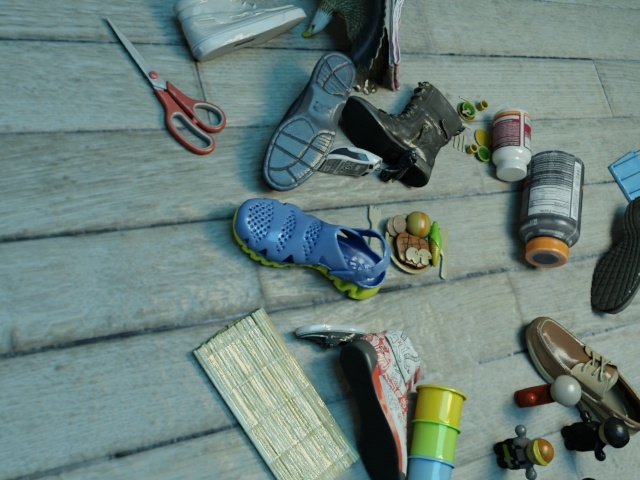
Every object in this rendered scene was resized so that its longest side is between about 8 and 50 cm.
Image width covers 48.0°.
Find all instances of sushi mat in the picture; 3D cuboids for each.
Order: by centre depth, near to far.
[{"bbox_3d":[-0.070,0.275,1.204,0.151,0.019,0.316,-33,90,-32],"label":"sushi mat"}]

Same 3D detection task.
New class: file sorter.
[{"bbox_3d":[0.835,-0.152,1.804,0.118,0.104,0.170,-29,87,-34],"label":"file sorter"}]

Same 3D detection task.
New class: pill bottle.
[{"bbox_3d":[0.505,-0.065,1.577,0.130,0.130,0.246,24,63,-19],"label":"pill bottle"},{"bbox_3d":[0.429,-0.215,1.617,0.086,0.086,0.152,18,64,-22],"label":"pill bottle"}]

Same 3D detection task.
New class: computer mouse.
[{"bbox_3d":[0.083,-0.157,1.404,0.193,0.106,0.042,6,67,-19],"label":"computer mouse"}]

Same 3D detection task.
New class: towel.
[{"bbox_3d":[0.156,-0.399,1.472,0.029,0.197,0.144,1,86,7],"label":"towel"}]

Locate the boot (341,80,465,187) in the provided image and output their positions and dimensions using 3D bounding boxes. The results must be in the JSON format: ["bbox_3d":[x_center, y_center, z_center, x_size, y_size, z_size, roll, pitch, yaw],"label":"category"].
[{"bbox_3d":[0.177,-0.257,1.503,0.263,0.091,0.229,43,55,-18],"label":"boot"}]

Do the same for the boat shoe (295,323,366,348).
[{"bbox_3d":[0.022,0.172,1.275,0.142,0.049,0.040,6,70,-29],"label":"boat shoe"}]

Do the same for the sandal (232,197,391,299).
[{"bbox_3d":[0.000,0.000,1.275,0.317,0.138,0.126,19,66,-20],"label":"sandal"}]

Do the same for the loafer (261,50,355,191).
[{"bbox_3d":[-0.025,-0.216,1.369,0.109,0.095,0.303,30,74,-12],"label":"loafer"}]

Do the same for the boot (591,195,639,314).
[{"bbox_3d":[0.779,0.077,1.688,0.222,0.118,0.338,44,69,-25],"label":"boot"}]

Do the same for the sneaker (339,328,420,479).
[{"bbox_3d":[0.131,0.290,1.265,0.145,0.090,0.270,-14,88,-45],"label":"sneaker"}]

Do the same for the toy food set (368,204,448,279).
[{"bbox_3d":[0.185,0.000,1.432,0.192,0.038,0.132,14,66,-24],"label":"toy food set"}]

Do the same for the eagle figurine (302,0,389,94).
[{"bbox_3d":[0.063,-0.469,1.458,0.226,0.225,0.298,-30,77,-43],"label":"eagle figurine"}]

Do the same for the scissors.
[{"bbox_3d":[-0.293,-0.274,1.282,0.297,0.021,0.109,41,60,-12],"label":"scissors"}]

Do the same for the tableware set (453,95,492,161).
[{"bbox_3d":[0.354,-0.256,1.628,0.104,0.024,0.154,22,62,-20],"label":"tableware set"}]

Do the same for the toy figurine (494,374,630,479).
[{"bbox_3d":[0.464,0.388,1.377,0.213,0.148,0.209,43,58,-9],"label":"toy figurine"}]

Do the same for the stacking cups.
[{"bbox_3d":[0.183,0.417,1.258,0.096,0.096,0.316,24,67,-19],"label":"stacking cups"}]

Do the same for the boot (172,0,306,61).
[{"bbox_3d":[-0.152,-0.439,1.375,0.258,0.095,0.123,-28,94,-32],"label":"boot"}]

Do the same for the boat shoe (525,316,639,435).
[{"bbox_3d":[0.561,0.276,1.489,0.324,0.116,0.123,45,57,-7],"label":"boat shoe"}]
